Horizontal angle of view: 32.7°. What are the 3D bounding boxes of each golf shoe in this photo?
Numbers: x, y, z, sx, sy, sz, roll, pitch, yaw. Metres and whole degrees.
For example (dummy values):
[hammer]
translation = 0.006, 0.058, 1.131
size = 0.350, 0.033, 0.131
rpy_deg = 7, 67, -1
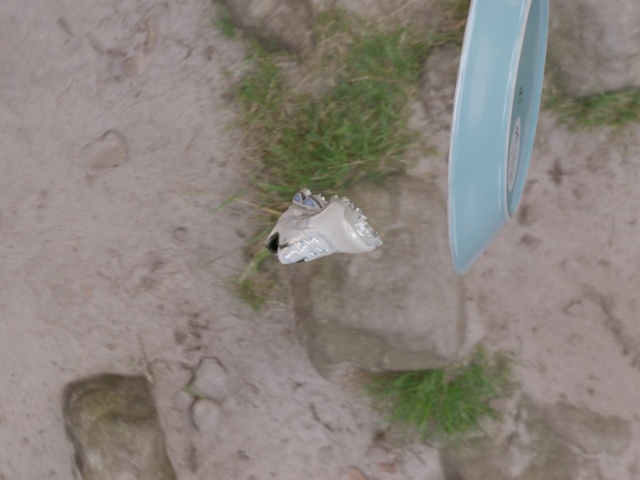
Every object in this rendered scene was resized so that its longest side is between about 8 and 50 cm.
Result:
[golf shoe]
translation = 0.000, 0.000, 1.113
size = 0.086, 0.176, 0.069
rpy_deg = -44, 108, -13

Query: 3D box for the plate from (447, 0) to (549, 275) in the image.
[plate]
translation = 0.094, -0.073, 0.548
size = 0.024, 0.188, 0.188
rpy_deg = 8, 87, 15
